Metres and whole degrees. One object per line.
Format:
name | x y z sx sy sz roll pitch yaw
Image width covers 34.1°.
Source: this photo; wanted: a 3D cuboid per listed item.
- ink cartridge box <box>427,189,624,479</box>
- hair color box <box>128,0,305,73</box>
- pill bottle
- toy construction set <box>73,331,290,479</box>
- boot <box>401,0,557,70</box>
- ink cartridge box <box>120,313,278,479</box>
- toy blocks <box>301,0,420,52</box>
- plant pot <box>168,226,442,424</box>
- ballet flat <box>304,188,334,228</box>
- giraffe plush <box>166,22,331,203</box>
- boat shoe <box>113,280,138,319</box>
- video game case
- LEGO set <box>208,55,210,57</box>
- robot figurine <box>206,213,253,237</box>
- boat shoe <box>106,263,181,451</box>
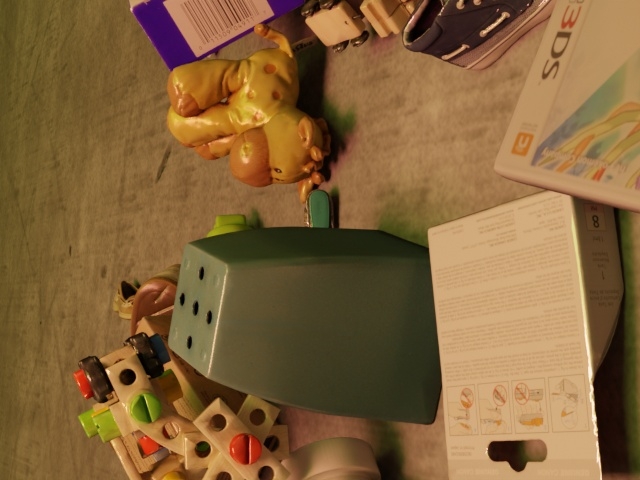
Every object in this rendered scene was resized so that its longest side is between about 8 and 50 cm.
ink cartridge box | 0.173 0.083 0.879 0.189 0.066 0.232 -19 77 57
hair color box | -0.152 -0.364 1.320 0.185 0.110 0.339 -28 36 4
pill bottle | 0.030 0.309 0.998 0.121 0.121 0.221 -54 39 40
toy construction set | -0.165 0.203 1.096 0.327 0.151 0.215 -26 90 60
boot | 0.154 -0.221 0.926 0.190 0.086 0.069 -48 45 45
ink cartridge box | -0.172 0.239 1.347 0.235 0.088 0.193 47 126 36
toy blocks | 0.062 -0.410 1.045 0.288 0.309 0.260 -7 45 47
plant pot | -0.015 0.071 1.011 0.165 0.234 0.166 22 103 58
ballet flat | 0.000 0.000 1.201 0.041 0.041 0.114 -19 68 57
giraffe plush | -0.063 -0.130 1.241 0.210 0.181 0.170 -31 63 12
boat shoe | -0.293 0.096 1.655 0.153 0.056 0.048 -167 80 -67
video game case | 0.278 -0.157 0.702 0.329 0.036 0.300 24 94 58
LEGO set | -0.177 -0.417 1.558 0.182 0.060 0.244 -57 39 31
robot figurine | -0.112 0.024 1.348 0.101 0.067 0.115 119 146 -63
boat shoe | -0.237 0.180 1.514 0.098 0.109 0.302 -61 -14 -69
